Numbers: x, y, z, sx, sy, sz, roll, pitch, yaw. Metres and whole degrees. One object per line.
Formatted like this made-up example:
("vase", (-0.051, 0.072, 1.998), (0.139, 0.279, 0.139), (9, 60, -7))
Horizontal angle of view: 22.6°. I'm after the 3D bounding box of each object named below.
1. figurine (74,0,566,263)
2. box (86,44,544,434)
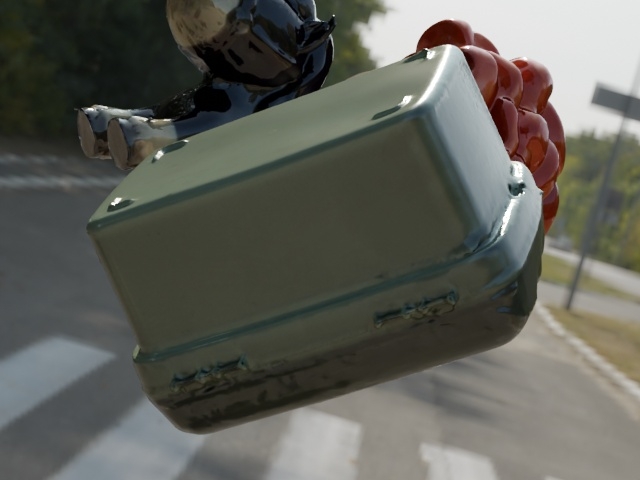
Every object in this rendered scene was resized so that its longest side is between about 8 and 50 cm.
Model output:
("figurine", (0.000, -0.067, 1.332), (0.412, 0.306, 0.241), (19, -14, -25))
("box", (0.000, 0.000, 0.800), (0.210, 0.129, 0.148), (-18, 18, 20))
